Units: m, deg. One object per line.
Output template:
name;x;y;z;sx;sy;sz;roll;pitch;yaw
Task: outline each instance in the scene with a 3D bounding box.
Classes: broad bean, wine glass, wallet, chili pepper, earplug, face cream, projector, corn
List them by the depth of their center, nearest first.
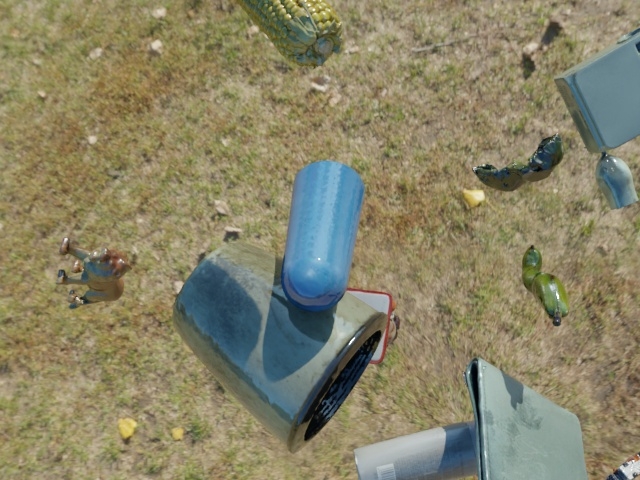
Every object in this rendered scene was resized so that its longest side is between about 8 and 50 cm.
corn;-0.065;-0.336;0.789;0.091;0.091;0.260;-15;58;-40
wallet;0.342;0.358;0.933;0.251;0.054;0.290;34;39;-14
earplug;0.000;0.000;0.950;0.132;0.132;0.273;-4;43;13
broad bean;0.382;0.078;0.976;0.048;0.070;0.213;0;27;3
face cream;0.198;0.395;1.041;0.269;0.073;0.107;-12;114;-2
projector;0.684;-0.343;1.284;0.250;0.108;0.198;-30;101;7
wine glass;0.837;-0.192;1.644;0.093;0.093;0.202;-21;91;7
chili pepper;0.593;-0.206;1.664;0.264;0.148;0.116;-30;53;45

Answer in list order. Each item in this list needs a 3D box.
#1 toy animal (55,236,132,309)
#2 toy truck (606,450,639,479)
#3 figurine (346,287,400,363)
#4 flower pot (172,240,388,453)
toy animal;-0.493;0.083;1.275;0.158;0.312;0.097;14;63;-7
toy truck;0.416;0.301;0.762;0.083;0.032;0.024;-16;53;-28
figurine;0.145;0.242;1.555;0.160;0.226;0.183;5;78;26
flower pot;-0.083;0.172;1.069;0.330;0.293;0.293;34;83;20
